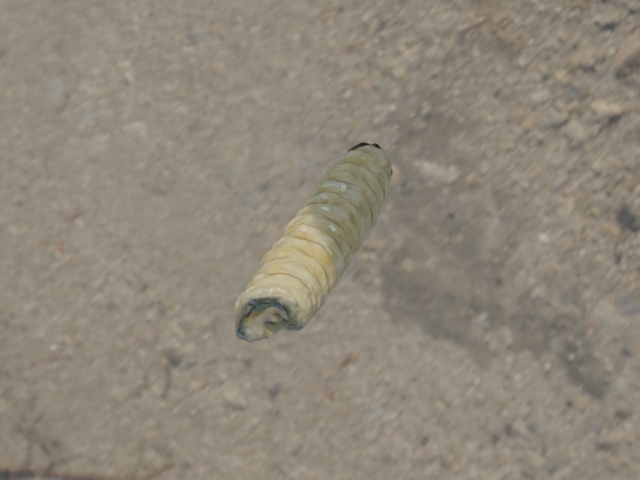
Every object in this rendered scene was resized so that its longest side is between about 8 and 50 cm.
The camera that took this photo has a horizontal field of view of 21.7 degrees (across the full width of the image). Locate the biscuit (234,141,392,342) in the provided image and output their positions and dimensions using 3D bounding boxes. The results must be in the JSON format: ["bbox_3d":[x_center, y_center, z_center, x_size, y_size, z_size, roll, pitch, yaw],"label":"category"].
[{"bbox_3d":[0.000,0.000,1.214,0.055,0.219,0.061,43,127,-6],"label":"biscuit"}]
